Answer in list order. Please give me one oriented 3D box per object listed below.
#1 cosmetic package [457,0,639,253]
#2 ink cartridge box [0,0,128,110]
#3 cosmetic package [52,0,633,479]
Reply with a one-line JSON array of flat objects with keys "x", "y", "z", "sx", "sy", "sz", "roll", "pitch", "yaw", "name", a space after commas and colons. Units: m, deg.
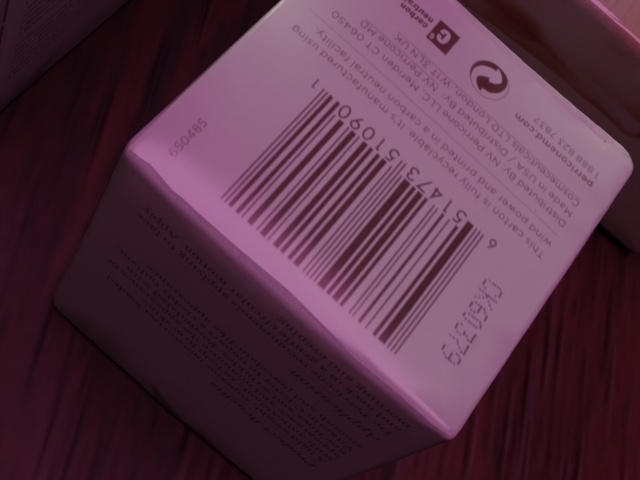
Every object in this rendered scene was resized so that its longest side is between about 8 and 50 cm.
[{"x": 0.137, "y": -0.154, "z": 0.612, "sx": 0.296, "sy": 0.129, "sz": 0.153, "roll": 39, "pitch": 60, "yaw": -6, "name": "cosmetic package"}, {"x": -0.054, "y": -0.211, "z": 0.476, "sx": 0.066, "sy": 0.261, "sz": 0.296, "roll": 42, "pitch": 60, "yaw": -5, "name": "ink cartridge box"}, {"x": 0.000, "y": 0.000, "z": 0.463, "sx": 0.151, "sy": 0.184, "sz": 0.151, "roll": 42, "pitch": 61, "yaw": -3, "name": "cosmetic package"}]
